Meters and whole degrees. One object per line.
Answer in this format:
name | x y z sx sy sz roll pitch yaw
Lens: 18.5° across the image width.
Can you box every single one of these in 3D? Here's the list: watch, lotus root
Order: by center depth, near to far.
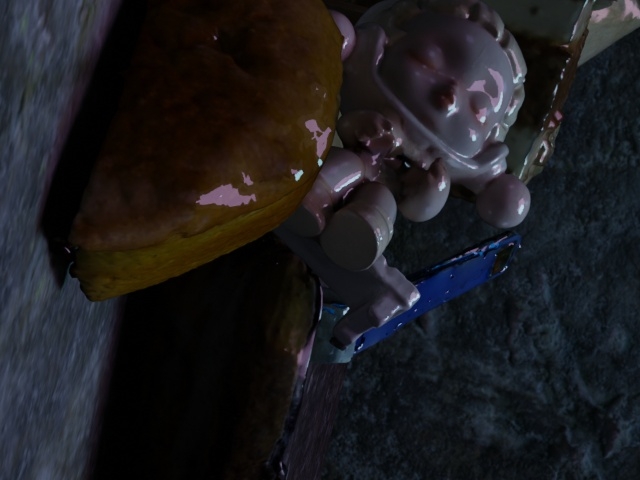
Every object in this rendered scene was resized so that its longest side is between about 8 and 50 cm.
lotus root | -0.099 0.136 1.385 0.078 0.167 0.329 -1 111 -38
watch | -0.013 -0.002 1.675 0.274 0.276 0.068 -28 132 -46

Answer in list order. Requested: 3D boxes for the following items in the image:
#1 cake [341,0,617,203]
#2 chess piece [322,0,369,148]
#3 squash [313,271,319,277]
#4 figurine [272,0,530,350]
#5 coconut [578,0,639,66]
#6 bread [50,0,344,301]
cake | 0.119 -0.200 1.776 0.256 0.282 0.290 -42 148 -74
chess piece | -0.044 -0.039 1.433 0.137 0.137 0.301 -46 153 -78
squash | -0.017 -0.003 1.967 0.318 0.071 0.080 -66 170 -57
figurine | 0.058 -0.067 1.308 0.257 0.182 0.144 -50 166 -30
coconut | 0.205 -0.291 2.158 0.329 0.328 0.329 14 90 -84
bread | -0.055 -0.074 1.145 0.129 0.134 0.260 96 10 -60
